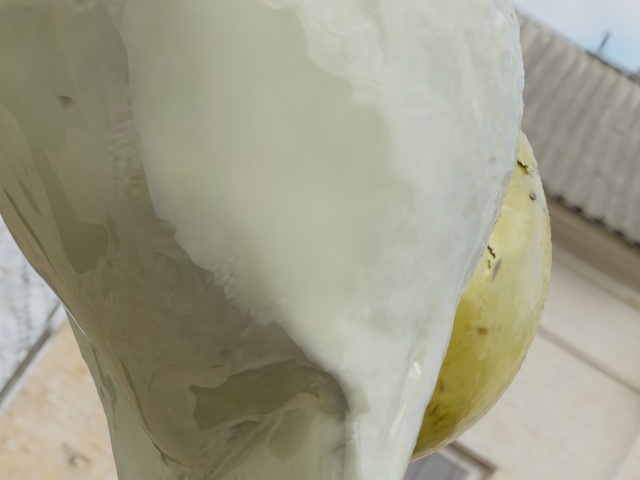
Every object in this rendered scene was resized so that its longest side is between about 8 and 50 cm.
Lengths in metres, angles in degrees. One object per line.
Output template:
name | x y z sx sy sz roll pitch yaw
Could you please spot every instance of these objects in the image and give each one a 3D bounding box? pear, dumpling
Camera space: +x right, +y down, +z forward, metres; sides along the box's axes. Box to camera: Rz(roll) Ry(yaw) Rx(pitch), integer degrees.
pear | 0.000 0.000 1.169 0.348 0.348 0.348 31 -18 11
dumpling | -0.035 -0.036 0.409 0.166 0.126 0.216 -7 -65 48
